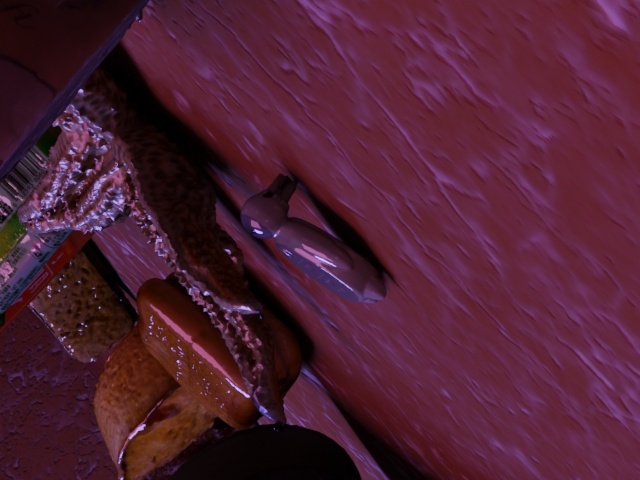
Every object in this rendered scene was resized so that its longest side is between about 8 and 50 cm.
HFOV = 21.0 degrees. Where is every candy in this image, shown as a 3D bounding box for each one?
[{"bbox_3d":[-0.231,-0.023,1.313,0.102,0.178,0.032,42,-157,-1],"label":"candy"}]

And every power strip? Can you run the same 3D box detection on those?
[{"bbox_3d":[0.000,0.000,0.861,0.083,0.035,0.055,35,169,-3],"label":"power strip"}]

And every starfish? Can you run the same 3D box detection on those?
[{"bbox_3d":[-0.127,-0.054,1.014,0.347,0.078,0.358,41,161,32],"label":"starfish"}]

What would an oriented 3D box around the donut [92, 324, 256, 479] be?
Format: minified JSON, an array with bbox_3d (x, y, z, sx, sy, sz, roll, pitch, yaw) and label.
[{"bbox_3d":[-0.158,0.177,1.760,0.112,0.151,0.295,53,173,28],"label":"donut"}]

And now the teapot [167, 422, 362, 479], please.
[{"bbox_3d":[0.047,0.295,1.201,0.270,0.200,0.337,5,-159,-33],"label":"teapot"}]

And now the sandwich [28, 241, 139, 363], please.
[{"bbox_3d":[-0.337,-0.024,1.861,0.249,0.095,0.273,44,169,38],"label":"sandwich"}]

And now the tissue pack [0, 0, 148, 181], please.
[{"bbox_3d":[-0.223,-0.148,0.684,0.305,0.238,0.238,39,170,-6],"label":"tissue pack"}]

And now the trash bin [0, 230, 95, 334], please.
[{"bbox_3d":[-0.305,-0.005,1.437,0.184,0.239,0.161,44,171,7],"label":"trash bin"}]

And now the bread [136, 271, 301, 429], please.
[{"bbox_3d":[-0.072,0.074,1.243,0.116,0.077,0.200,48,167,7],"label":"bread"}]
